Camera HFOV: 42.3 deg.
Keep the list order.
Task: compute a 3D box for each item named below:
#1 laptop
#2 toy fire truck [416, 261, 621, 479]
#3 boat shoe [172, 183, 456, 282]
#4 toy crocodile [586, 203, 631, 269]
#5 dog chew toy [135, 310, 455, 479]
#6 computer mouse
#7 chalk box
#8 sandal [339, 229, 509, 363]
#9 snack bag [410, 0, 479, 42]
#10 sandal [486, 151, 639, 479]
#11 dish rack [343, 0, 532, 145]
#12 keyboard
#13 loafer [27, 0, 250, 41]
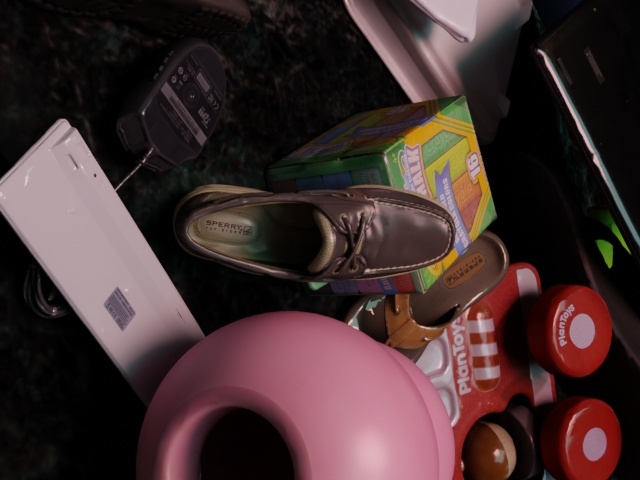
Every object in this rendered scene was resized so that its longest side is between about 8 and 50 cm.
[{"bbox_3d":[0.364,-0.121,1.076,0.408,0.236,0.382,-40,105,-37],"label":"laptop"},{"bbox_3d":[0.178,0.174,0.914,0.254,0.169,0.302,-10,95,-29],"label":"toy fire truck"},{"bbox_3d":[-0.001,-0.001,0.628,0.073,0.223,0.080,-116,-149,-73],"label":"boat shoe"},{"bbox_3d":[0.402,0.019,1.263,0.340,0.105,0.115,-21,103,-48],"label":"toy crocodile"},{"bbox_3d":[0.010,0.161,0.638,0.332,0.206,0.206,17,73,-66],"label":"dog chew toy"},{"bbox_3d":[-0.139,-0.052,0.586,0.242,0.041,0.071,-61,142,-28],"label":"computer mouse"},{"bbox_3d":[0.049,-0.032,0.751,0.213,0.132,0.132,-40,118,-48],"label":"chalk box"},{"bbox_3d":[0.100,0.067,0.800,0.219,0.060,0.090,-35,93,-9],"label":"sandal"},{"bbox_3d":[0.073,-0.399,0.820,0.342,0.037,0.323,33,60,-29],"label":"snack bag"},{"bbox_3d":[0.331,0.092,0.994,0.107,0.167,0.446,-8,64,-30],"label":"sandal"},{"bbox_3d":[0.157,-0.286,0.971,0.333,0.072,0.285,44,54,-41],"label":"dish rack"},{"bbox_3d":[-0.134,0.039,0.569,0.072,0.014,0.256,-53,138,-32],"label":"keyboard"},{"bbox_3d":[-0.138,-0.197,0.570,0.220,0.080,0.078,4,74,-58],"label":"loafer"}]
